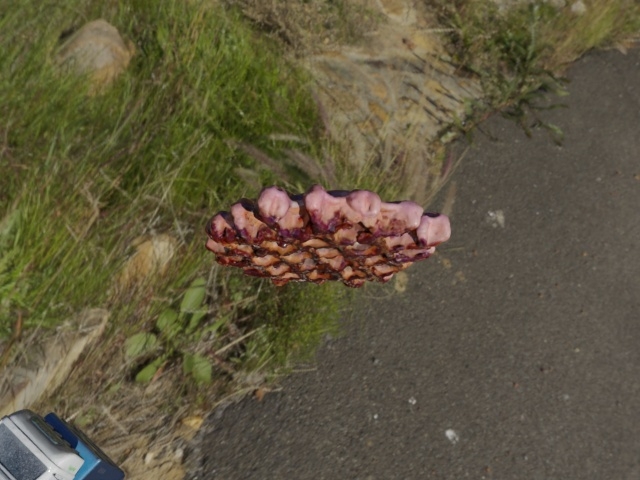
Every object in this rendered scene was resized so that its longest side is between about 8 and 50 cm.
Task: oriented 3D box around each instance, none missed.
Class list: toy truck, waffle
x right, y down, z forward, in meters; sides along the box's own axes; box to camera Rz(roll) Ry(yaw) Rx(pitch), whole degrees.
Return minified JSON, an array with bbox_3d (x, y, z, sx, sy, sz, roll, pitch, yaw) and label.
[{"bbox_3d":[-0.440,0.385,0.885,0.146,0.367,0.175,35,64,13],"label":"toy truck"},{"bbox_3d":[0.000,0.000,0.572,0.234,0.221,0.056,6,69,-20],"label":"waffle"}]
